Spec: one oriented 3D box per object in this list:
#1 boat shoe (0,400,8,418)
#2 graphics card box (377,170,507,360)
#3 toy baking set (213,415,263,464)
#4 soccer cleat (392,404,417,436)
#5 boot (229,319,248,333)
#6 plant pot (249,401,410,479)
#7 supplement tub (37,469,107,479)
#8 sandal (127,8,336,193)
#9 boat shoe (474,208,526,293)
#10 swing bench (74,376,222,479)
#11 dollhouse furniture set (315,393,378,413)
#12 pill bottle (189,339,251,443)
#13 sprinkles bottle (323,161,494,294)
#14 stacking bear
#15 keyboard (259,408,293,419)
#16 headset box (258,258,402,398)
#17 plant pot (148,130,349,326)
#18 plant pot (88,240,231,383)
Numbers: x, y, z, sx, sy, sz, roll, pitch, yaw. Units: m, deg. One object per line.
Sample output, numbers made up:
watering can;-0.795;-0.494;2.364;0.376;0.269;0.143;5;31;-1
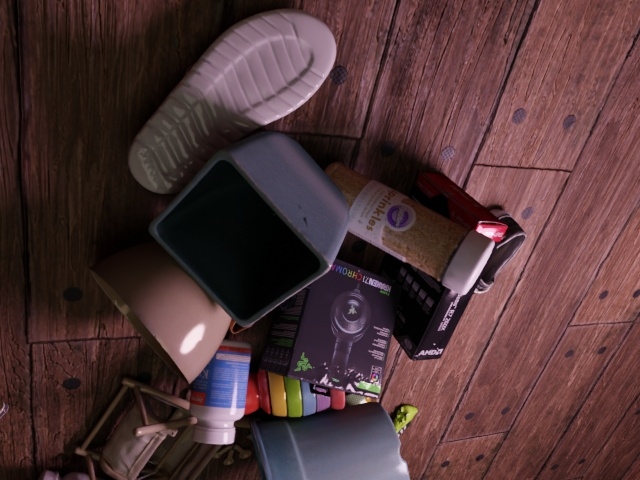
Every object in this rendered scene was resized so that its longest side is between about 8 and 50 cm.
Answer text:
boat shoe;-0.715;0.391;1.222;0.137;0.049;0.043;-37;132;7
graphics card box;0.248;0.060;1.294;0.094;0.232;0.370;3;120;-30
toy baking set;-0.254;0.542;1.540;0.256;0.030;0.196;23;112;-34
soccer cleat;0.238;0.582;1.770;0.072;0.060;0.178;13;117;-45
boot;-0.200;0.149;1.211;0.197;0.152;0.073;-46;128;11
plant pot;0.023;0.571;1.431;0.335;0.341;0.340;-13;127;-12
supplement tub;-0.545;0.697;1.361;0.325;0.235;0.235;28;109;-19
sandal;-0.164;-0.251;0.988;0.416;0.102;0.169;-38;113;-2
boat shoe;0.380;0.077;1.436;0.121;0.119;0.335;18;114;-33
swing bench;-0.399;0.485;1.358;0.255;0.165;0.253;24;110;-40
dollhouse furniture set;0.101;0.585;1.633;0.198;0.151;0.301;-20;129;-19
pill bottle;-0.226;0.334;1.279;0.124;0.124;0.221;12;75;-30
sprinkles bottle;0.153;-0.029;1.122;0.121;0.356;0.121;-51;160;-27
stacking bear;-0.097;0.357;1.403;0.289;0.164;0.175;-7;102;-7
keyboard;-0.082;0.472;1.574;0.108;0.023;0.180;-30;131;7
headset box;0.024;0.198;1.260;0.247;0.131;0.282;24;74;-30
plant pot;-0.096;-0.049;1.021;0.247;0.252;0.248;47;127;-8
plant pot;-0.272;0.105;1.098;0.191;0.284;0.284;-41;133;-21
